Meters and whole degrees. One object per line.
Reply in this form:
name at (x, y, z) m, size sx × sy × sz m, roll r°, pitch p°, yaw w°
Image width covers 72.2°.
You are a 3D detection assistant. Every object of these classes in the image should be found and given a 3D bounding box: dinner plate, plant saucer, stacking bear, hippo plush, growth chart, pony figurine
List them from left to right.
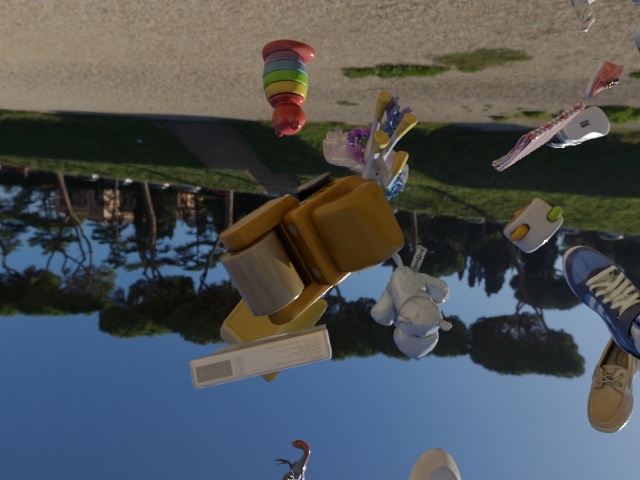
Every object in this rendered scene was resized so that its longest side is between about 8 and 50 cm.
plant saucer at (-0.192, 0.271, 1.563) m, size 0.333 × 0.333 × 0.081 m, roll 27°, pitch 164°, yaw 42°
stacking bear at (-0.111, -0.496, 1.467) m, size 0.175 × 0.289 × 0.164 m, roll -8°, pitch 173°, yaw 35°
pony figurine at (0.158, -0.249, 1.323) m, size 0.303 × 0.363 × 0.351 m, roll 14°, pitch -128°, yaw -7°
hippo plush at (0.295, 0.197, 1.259) m, size 0.234 × 0.294 × 0.236 m, roll 4°, pitch -152°, yaw -13°
dinner plate at (0.183, 0.398, 0.676) m, size 0.141 × 0.141 × 0.017 m, roll -6°, pitch 173°, yaw -42°
growth chart at (0.513, -0.549, 0.931) m, size 0.172 × 0.237 × 0.021 m, roll -34°, pitch 179°, yaw -45°

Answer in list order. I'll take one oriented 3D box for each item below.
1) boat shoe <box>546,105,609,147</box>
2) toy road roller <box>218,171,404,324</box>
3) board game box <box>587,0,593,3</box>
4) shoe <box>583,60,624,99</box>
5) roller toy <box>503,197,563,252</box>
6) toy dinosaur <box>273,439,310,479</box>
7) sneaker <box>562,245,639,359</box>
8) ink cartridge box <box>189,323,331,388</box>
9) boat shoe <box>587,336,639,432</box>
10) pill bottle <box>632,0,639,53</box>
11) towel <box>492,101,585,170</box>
boat shoe at (0.881, -0.380, 1.512) m, size 0.301 × 0.108 × 0.102 m, roll -23°, pitch 180°, yaw -30°
toy road roller at (0.000, 0.000, 0.832) m, size 0.329 × 0.202 × 0.240 m, roll -37°, pitch -163°, yaw -29°
board game box at (0.858, -0.800, 1.305) m, size 0.103 × 0.026 × 0.154 m, roll 15°, pitch 138°, yaw -44°
shoe at (0.975, -0.547, 1.506) m, size 0.081 × 0.178 × 0.063 m, roll 25°, pitch 158°, yaw 29°
roller toy at (0.816, -0.061, 1.705) m, size 0.146 × 0.209 × 0.191 m, roll 43°, pitch -175°, yaw 12°
toy dinosaur at (-0.035, 0.316, 0.603) m, size 0.047 × 0.082 × 0.090 m, roll 34°, pitch 175°, yaw 46°
sneaker at (0.730, 0.144, 1.038) m, size 0.130 × 0.323 × 0.236 m, roll -31°, pitch 169°, yaw 6°
ink cartridge box at (-0.123, 0.266, 1.037) m, size 0.296 × 0.066 × 0.261 m, roll -13°, pitch 172°, yaw 0°
boat shoe at (0.813, 0.386, 1.224) m, size 0.302 × 0.098 × 0.109 m, roll -48°, pitch -155°, yaw -27°
pill bottle at (0.502, -0.257, 0.565) m, size 0.136 × 0.245 × 0.136 m, roll -33°, pitch -172°, yaw 5°
towel at (0.507, -0.243, 1.024) m, size 0.197 × 0.029 × 0.144 m, roll -31°, pitch 168°, yaw -18°
